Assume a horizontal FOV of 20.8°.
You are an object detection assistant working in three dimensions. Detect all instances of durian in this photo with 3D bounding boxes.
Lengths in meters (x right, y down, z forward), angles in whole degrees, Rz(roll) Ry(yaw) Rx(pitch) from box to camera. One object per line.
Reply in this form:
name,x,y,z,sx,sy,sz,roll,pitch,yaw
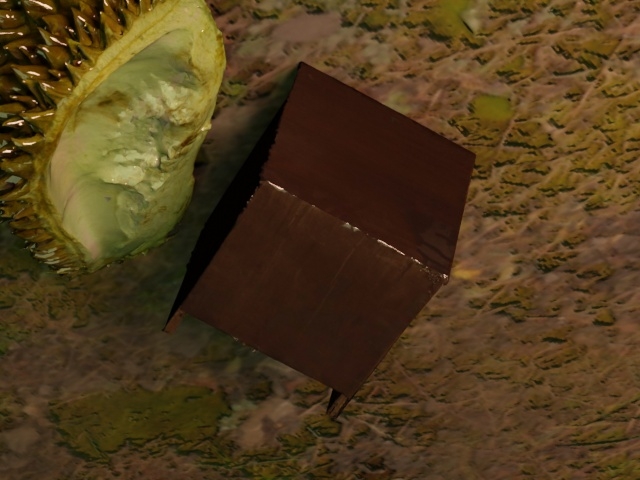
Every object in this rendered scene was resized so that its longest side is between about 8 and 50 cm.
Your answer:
durian,-0.202,-0.097,1.480,0.198,0.163,0.394,-15,143,-22

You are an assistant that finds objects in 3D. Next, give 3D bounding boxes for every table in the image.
table,0.000,0.000,1.435,0.169,0.172,0.193,27,129,-8
